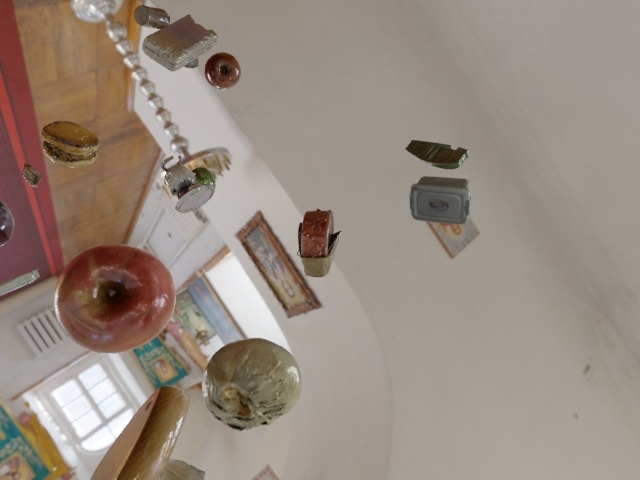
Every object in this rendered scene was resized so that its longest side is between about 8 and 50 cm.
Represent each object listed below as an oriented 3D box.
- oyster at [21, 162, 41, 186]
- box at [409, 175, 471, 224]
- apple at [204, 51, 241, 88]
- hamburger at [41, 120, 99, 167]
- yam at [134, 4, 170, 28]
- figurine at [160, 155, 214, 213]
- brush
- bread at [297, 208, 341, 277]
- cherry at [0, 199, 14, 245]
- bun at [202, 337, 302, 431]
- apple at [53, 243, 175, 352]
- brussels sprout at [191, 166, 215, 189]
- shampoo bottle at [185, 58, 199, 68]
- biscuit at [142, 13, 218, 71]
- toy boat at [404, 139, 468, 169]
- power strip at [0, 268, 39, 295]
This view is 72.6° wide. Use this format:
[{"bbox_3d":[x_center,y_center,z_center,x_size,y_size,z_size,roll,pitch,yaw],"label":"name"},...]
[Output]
[{"bbox_3d":[-0.925,-0.206,1.391,0.034,0.093,0.051,-36,140,14],"label":"oyster"},{"bbox_3d":[0.462,-0.157,1.674,0.226,0.162,0.130,7,-142,24],"label":"box"},{"bbox_3d":[-0.484,-0.835,2.151,0.180,0.181,0.168,-34,-158,0],"label":"apple"},{"bbox_3d":[-0.897,-0.344,1.555,0.181,0.191,0.118,-19,147,-58],"label":"hamburger"},{"bbox_3d":[-0.650,-0.859,1.676,0.084,0.084,0.127,-34,-177,25],"label":"yam"},{"bbox_3d":[-0.400,-0.176,1.269,0.132,0.154,0.132,-35,173,-5],"label":"figurine"},{"bbox_3d":[-0.290,0.410,0.780,0.267,0.166,0.174,-61,-158,-17],"label":"brush"},{"bbox_3d":[0.000,0.000,1.480,0.142,0.212,0.224,4,-158,8],"label":"bread"},{"bbox_3d":[-1.053,-0.064,1.297,0.184,0.265,0.214,-51,-163,51],"label":"cherry"},{"bbox_3d":[-0.189,0.405,1.184,0.287,0.287,0.146,-34,-162,11],"label":"bun"},{"bbox_3d":[-0.664,0.191,1.432,0.363,0.364,0.364,-34,180,0],"label":"apple"},{"bbox_3d":[-0.509,-0.241,1.874,0.117,0.155,0.155,-16,178,-6],"label":"brussels sprout"},{"bbox_3d":[-0.624,-0.806,1.886,0.086,0.227,0.056,-18,134,-44],"label":"shampoo bottle"},{"bbox_3d":[-0.393,-0.561,1.239,0.062,0.108,0.239,-51,-171,45],"label":"biscuit"},{"bbox_3d":[0.423,-0.313,1.583,0.093,0.055,0.293,-49,-146,-4],"label":"toy boat"},{"bbox_3d":[-0.854,0.126,1.180,0.191,0.030,0.047,-25,-161,-6],"label":"power strip"}]
